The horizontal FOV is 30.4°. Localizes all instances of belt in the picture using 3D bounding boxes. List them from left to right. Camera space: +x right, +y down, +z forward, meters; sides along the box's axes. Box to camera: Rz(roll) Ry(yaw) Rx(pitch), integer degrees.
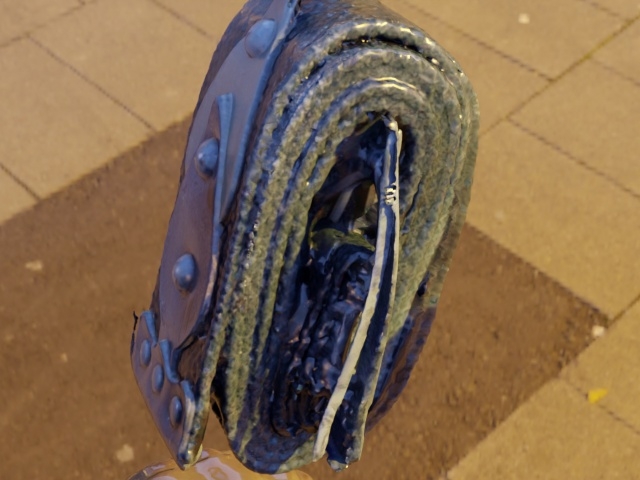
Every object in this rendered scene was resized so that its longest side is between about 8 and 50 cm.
[{"bbox_3d":[0.000,-0.001,0.526,0.122,0.218,0.128,5,21,-26],"label":"belt"}]

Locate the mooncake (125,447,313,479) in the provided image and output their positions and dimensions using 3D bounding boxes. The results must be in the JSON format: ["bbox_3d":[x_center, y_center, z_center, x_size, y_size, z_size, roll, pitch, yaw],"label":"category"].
[{"bbox_3d":[-0.108,0.342,1.087,0.324,0.324,0.187,-22,49,-19],"label":"mooncake"}]
